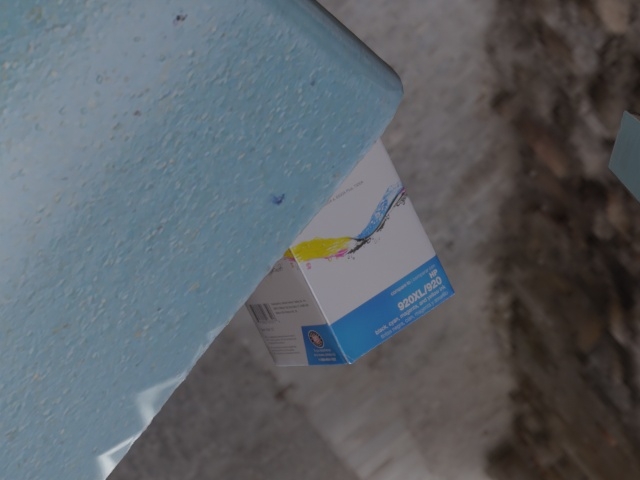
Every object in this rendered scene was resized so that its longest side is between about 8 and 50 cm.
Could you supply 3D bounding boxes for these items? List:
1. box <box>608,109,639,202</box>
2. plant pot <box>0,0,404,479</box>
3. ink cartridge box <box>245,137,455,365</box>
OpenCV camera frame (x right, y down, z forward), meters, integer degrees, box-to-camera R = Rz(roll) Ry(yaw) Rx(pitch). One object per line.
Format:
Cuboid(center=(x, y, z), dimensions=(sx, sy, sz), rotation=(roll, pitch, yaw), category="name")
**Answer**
Cuboid(center=(0.323, -0.060, 1.362), dimensions=(0.244, 0.100, 0.060), rotation=(-75, -179, -78), category="box")
Cuboid(center=(-0.167, -0.070, 0.556), dimensions=(0.248, 0.247, 0.252), rotation=(-51, 152, -2), category="plant pot")
Cuboid(center=(0.000, 0.000, 1.730), dimensions=(0.168, 0.232, 0.171), rotation=(-31, -169, -27), category="ink cartridge box")
